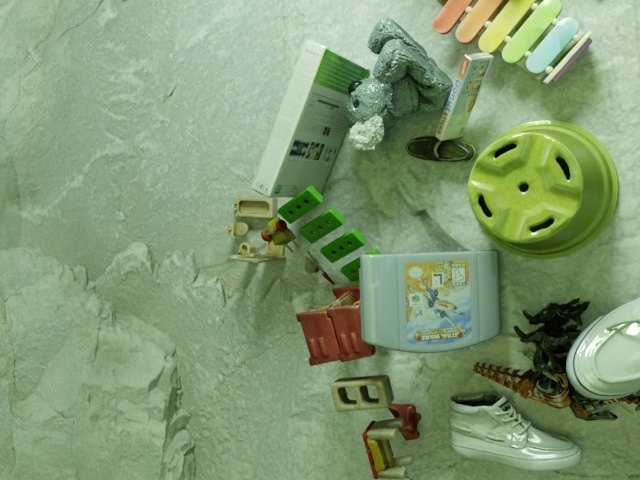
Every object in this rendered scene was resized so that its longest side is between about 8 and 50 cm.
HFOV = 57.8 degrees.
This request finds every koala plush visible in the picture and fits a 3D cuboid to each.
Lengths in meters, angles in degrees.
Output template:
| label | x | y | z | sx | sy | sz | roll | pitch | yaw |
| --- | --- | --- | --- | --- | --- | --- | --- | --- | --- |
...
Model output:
| label | x | y | z | sx | sy | sz | roll | pitch | yaw |
| --- | --- | --- | --- | --- | --- | --- | --- | --- | --- |
| koala plush | 0.139 | -0.296 | 1.202 | 0.203 | 0.196 | 0.221 | 32 | 121 | -24 |

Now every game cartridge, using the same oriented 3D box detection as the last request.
| label | x | y | z | sx | sy | sz | roll | pitch | yaw |
| --- | --- | --- | --- | --- | --- | --- | --- | --- | --- |
| game cartridge | 0.223 | 0.121 | 1.147 | 0.062 | 0.297 | 0.198 | 162 | 105 | -72 |

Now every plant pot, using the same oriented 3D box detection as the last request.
| label | x | y | z | sx | sy | sz | roll | pitch | yaw |
| --- | --- | --- | --- | --- | --- | --- | --- | --- | --- |
| plant pot | 0.382 | -0.092 | 1.045 | 0.276 | 0.254 | 0.276 | 2 | 95 | 28 |

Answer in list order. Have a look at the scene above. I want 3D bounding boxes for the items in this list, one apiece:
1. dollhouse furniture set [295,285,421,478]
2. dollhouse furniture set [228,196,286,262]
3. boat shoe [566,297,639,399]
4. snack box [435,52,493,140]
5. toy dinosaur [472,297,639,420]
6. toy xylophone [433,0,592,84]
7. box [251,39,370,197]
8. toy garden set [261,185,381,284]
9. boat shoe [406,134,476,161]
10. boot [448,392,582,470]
| label | x | y | z | sx | sy | sz | roll | pitch | yaw |
| --- | --- | --- | --- | --- | --- | --- | --- | --- | --- |
| dollhouse furniture set | 0.099 | 0.295 | 1.259 | 0.152 | 0.201 | 0.374 | -13 | 94 | 27 |
| dollhouse furniture set | -0.175 | -0.030 | 1.413 | 0.144 | 0.123 | 0.151 | 4 | 95 | 27 |
| boat shoe | 0.573 | 0.136 | 0.922 | 0.367 | 0.156 | 0.136 | -25 | 72 | -5 |
| snack box | 0.283 | -0.282 | 1.150 | 0.022 | 0.064 | 0.178 | 50 | 141 | 35 |
| toy dinosaur | 0.457 | 0.247 | 1.096 | 0.321 | 0.164 | 0.218 | -12 | 103 | 11 |
| toy xylophone | 0.383 | -0.457 | 1.116 | 0.322 | 0.081 | 0.236 | 38 | 109 | 20 |
| box | -0.016 | -0.246 | 1.255 | 0.058 | 0.232 | 0.322 | 30 | 106 | 22 |
| toy garden set | 0.000 | 0.000 | 1.326 | 0.244 | 0.049 | 0.203 | 44 | 132 | -16 |
| boat shoe | 0.249 | -0.195 | 1.222 | 0.152 | 0.049 | 0.056 | 8 | 98 | 28 |
| boot | 0.380 | 0.376 | 1.164 | 0.258 | 0.095 | 0.123 | -4 | 98 | 29 |
